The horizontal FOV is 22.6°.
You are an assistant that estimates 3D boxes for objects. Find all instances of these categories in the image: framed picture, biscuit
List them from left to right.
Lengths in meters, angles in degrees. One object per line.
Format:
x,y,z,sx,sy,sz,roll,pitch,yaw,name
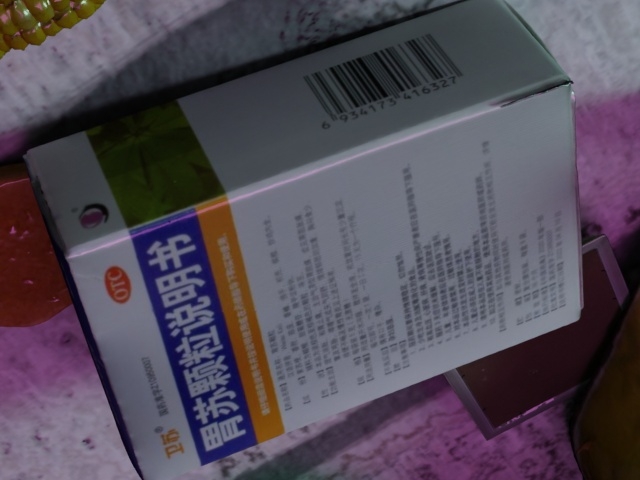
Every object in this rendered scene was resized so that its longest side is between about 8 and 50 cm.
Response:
-0.193,-0.003,0.948,0.118,0.023,0.140,-43,131,14,biscuit
0.154,0.070,1.129,0.142,0.011,0.183,-28,143,5,framed picture

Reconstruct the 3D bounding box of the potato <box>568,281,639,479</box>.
0.364,0.184,1.124,0.290,0.296,0.397,1,135,-26,potato

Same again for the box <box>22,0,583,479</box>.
0.000,0.000,0.955,0.299,0.106,0.200,-19,133,-9,box

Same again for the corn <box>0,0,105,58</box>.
-0.244,-0.098,0.795,0.313,0.102,0.102,-28,133,4,corn
